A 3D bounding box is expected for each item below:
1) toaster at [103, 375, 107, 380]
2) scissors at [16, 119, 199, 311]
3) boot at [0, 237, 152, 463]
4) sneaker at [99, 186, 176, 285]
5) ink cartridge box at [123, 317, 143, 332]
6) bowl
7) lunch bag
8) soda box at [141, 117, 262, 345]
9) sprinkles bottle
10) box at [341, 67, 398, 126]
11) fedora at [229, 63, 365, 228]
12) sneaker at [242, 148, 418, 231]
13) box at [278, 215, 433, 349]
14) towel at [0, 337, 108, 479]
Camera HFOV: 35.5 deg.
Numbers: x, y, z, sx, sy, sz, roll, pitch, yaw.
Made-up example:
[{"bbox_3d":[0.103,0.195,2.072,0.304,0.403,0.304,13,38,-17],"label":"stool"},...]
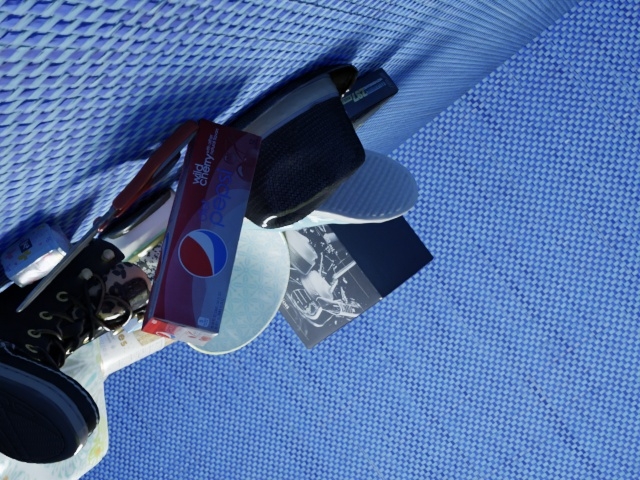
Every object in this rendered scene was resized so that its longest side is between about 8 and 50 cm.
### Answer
[{"bbox_3d":[-0.586,0.325,2.308,0.146,0.129,0.227,-41,175,27],"label":"toaster"},{"bbox_3d":[-0.240,-0.036,1.145,0.297,0.021,0.109,-49,-176,-36],"label":"scissors"},{"bbox_3d":[-0.318,0.118,1.206,0.377,0.138,0.284,-1,-150,46],"label":"boot"},{"bbox_3d":[-0.262,0.071,1.572,0.158,0.182,0.410,-36,178,-22],"label":"sneaker"},{"bbox_3d":[-0.354,0.113,1.930,0.060,0.104,0.180,-38,177,5],"label":"ink cartridge box"},{"bbox_3d":[-0.217,0.062,1.968,0.156,0.289,0.289,22,-134,41],"label":"bowl"},{"bbox_3d":[-0.330,0.016,1.166,0.071,0.053,0.083,-35,-173,0],"label":"lunch bag"},{"bbox_3d":[-0.146,-0.010,1.232,0.092,0.084,0.263,138,-35,-65],"label":"soda box"},{"bbox_3d":[-0.386,0.187,2.027,0.355,0.121,0.121,-25,172,-28],"label":"sprinkles bottle"},{"bbox_3d":[0.011,-0.201,1.790,0.183,0.059,0.233,-33,176,-42],"label":"box"},{"bbox_3d":[-0.043,-0.119,1.498,0.334,0.152,0.334,-38,177,-2],"label":"fedora"},{"bbox_3d":[-0.019,-0.083,1.739,0.366,0.135,0.150,1,170,-15],"label":"sneaker"},{"bbox_3d":[0.000,0.000,2.068,0.179,0.343,0.312,-34,176,-39],"label":"box"},{"bbox_3d":[-0.463,0.276,1.477,0.374,0.090,0.320,-32,129,-52],"label":"towel"}]
